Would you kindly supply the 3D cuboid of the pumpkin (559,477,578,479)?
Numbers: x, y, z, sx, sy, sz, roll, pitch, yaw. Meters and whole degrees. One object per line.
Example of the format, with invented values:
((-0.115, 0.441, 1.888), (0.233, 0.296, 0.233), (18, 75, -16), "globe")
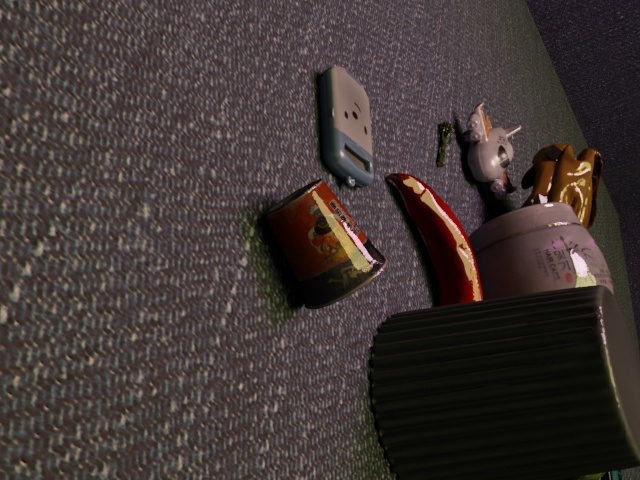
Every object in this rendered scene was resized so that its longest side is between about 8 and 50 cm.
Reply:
((0.481, 0.391, 1.460), (0.238, 0.159, 0.238), (36, 43, -42), "pumpkin")

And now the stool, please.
((0.286, 0.221, 1.041), (0.297, 0.330, 0.297), (33, 49, -49), "stool")

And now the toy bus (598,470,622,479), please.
((0.683, 0.568, 1.750), (0.147, 0.128, 0.256), (37, 47, -49), "toy bus")

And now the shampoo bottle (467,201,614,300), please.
((0.450, 0.074, 1.450), (0.273, 0.273, 0.266), (15, 57, -57), "shampoo bottle")

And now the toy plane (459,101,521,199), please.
((0.427, -0.223, 1.720), (0.245, 0.117, 0.244), (35, 47, -50), "toy plane")

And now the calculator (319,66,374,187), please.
((0.043, -0.180, 1.124), (0.121, 0.039, 0.210), (28, 53, -50), "calculator")

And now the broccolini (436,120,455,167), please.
((0.270, -0.215, 1.546), (0.035, 0.030, 0.140), (46, 43, -26), "broccolini")

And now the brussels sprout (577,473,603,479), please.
((0.583, 0.489, 1.626), (0.122, 0.151, 0.149), (16, 86, -24), "brussels sprout")

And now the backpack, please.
((0.579, -0.047, 1.752), (0.353, 0.201, 0.378), (-62, 154, -27), "backpack")

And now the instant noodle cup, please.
((0.001, 0.000, 0.892), (0.135, 0.127, 0.127), (59, 32, -9), "instant noodle cup")

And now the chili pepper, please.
((0.224, 0.044, 1.294), (0.137, 0.092, 0.368), (-18, 88, -33), "chili pepper")
